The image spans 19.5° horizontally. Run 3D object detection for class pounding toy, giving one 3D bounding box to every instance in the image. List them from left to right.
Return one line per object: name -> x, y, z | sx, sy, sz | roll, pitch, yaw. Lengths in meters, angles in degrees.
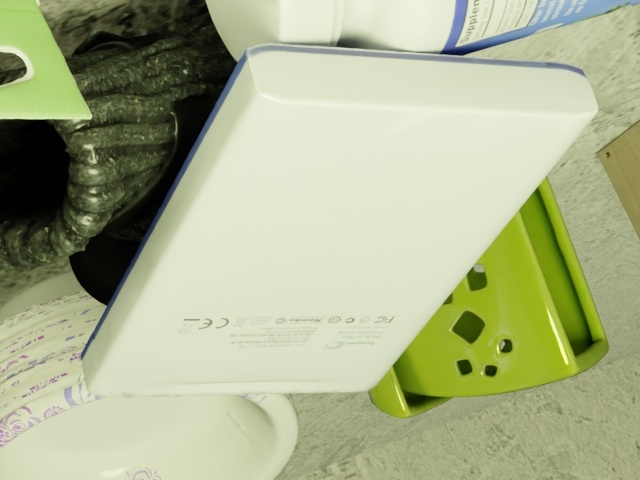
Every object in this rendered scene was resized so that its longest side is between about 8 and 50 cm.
pounding toy -> 0.426, -0.034, 2.024 | 0.181, 0.206, 0.094 | -12, 161, -39

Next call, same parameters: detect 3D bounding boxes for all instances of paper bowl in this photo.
paper bowl -> -0.170, 0.128, 1.500 | 0.284, 0.148, 0.284 | -13, 145, -9

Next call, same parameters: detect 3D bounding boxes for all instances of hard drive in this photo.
hard drive -> 0.000, 0.000, 1.120 | 0.210, 0.040, 0.319 | 1, 147, -25

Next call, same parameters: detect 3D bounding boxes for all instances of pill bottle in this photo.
pill bottle -> 0.072, -0.181, 1.063 | 0.272, 0.152, 0.152 | -18, 164, -22

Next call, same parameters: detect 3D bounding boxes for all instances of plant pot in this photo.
plant pot -> 0.137, 0.048, 1.810 | 0.207, 0.227, 0.228 | -22, 175, 17

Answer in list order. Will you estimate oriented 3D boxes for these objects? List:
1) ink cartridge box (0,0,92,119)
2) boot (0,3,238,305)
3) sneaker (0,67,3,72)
ink cartridge box -> -0.186, -0.122, 0.748 | 0.062, 0.209, 0.109 | -36, 161, 31
boot -> -0.147, -0.028, 1.200 | 0.260, 0.131, 0.348 | -34, 165, -43
sneaker -> -0.255, -0.067, 1.130 | 0.144, 0.059, 0.053 | -21, 163, -15
